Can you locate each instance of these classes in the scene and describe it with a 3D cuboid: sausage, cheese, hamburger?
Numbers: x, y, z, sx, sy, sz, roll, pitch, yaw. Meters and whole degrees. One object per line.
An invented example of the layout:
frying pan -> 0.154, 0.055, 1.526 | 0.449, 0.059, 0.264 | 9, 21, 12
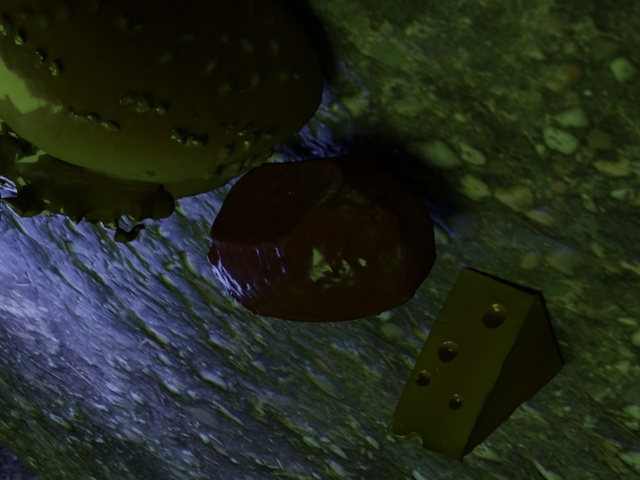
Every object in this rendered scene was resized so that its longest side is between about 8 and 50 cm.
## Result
sausage -> 0.001, 0.001, 1.289 | 0.141, 0.153, 0.268 | 35, 159, -27
cheese -> 0.143, 0.135, 1.313 | 0.093, 0.171, 0.126 | 20, 150, 34
hamburger -> -0.224, -0.167, 1.152 | 0.445, 0.287, 0.268 | 42, 154, -14

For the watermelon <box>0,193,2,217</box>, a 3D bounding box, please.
watermelon -> -0.601, -0.089, 1.826 | 0.387, 0.258, 0.228 | 43, 158, -21
